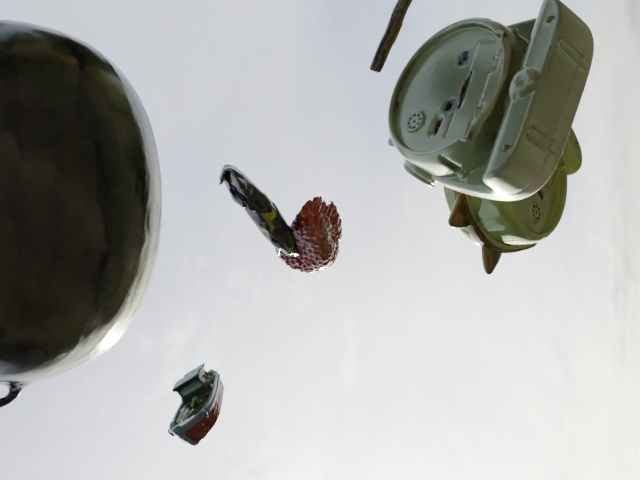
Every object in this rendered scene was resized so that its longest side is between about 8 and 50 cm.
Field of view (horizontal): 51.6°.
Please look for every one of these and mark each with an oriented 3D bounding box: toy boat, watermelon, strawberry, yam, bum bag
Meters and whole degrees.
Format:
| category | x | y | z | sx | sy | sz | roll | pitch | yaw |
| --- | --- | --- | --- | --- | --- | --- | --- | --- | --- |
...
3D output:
| category | x | y | z | sx | sy | sz | roll | pitch | yaw |
| --- | --- | --- | --- | --- | --- | --- | --- | --- | --- |
| toy boat | -0.182 | 0.234 | 0.951 | 0.058 | 0.069 | 0.173 | 55 | -169 | -15 |
| watermelon | -0.287 | -0.021 | 0.618 | 0.279 | 0.279 | 0.359 | 8 | -103 | -55 |
| strawberry | -0.005 | 0.005 | 1.440 | 0.107 | 0.175 | 0.236 | 44 | -170 | 12 |
| yam | 0.133 | -0.384 | 1.074 | 0.029 | 0.027 | 0.234 | 7 | -73 | -58 |
| bum bag | -0.111 | -0.051 | 1.285 | 0.232 | 0.060 | 0.106 | 50 | -175 | -25 |

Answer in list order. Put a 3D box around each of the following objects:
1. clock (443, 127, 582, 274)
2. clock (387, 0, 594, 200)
| category | x | y | z | sx | sy | sz | roll | pitch | yaw |
| --- | --- | --- | --- | --- | --- | --- | --- | --- | --- |
| clock | 0.333 | -0.119 | 1.168 | 0.286 | 0.117 | 0.348 | 46 | -123 | -32 |
| clock | 0.213 | -0.200 | 0.967 | 0.109 | 0.324 | 0.265 | 21 | -95 | -36 |
